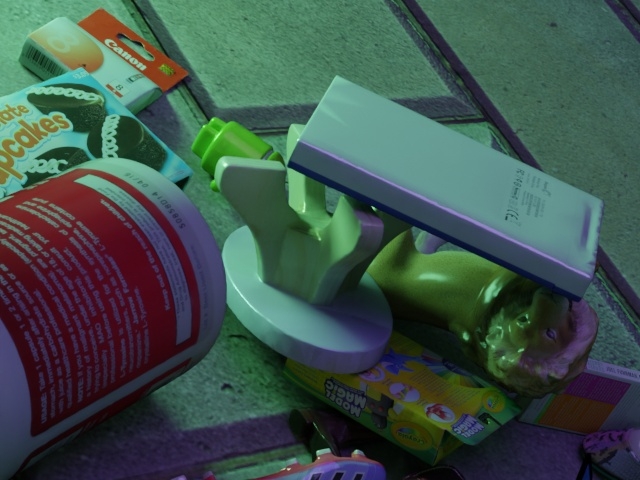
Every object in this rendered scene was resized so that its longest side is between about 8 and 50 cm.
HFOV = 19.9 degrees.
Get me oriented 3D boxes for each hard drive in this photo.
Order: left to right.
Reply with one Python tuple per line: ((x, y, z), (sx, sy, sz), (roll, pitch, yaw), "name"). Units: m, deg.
((0.136, -0.058, 1.880), (0.319, 0.040, 0.210), (25, 26, 1), "hard drive")

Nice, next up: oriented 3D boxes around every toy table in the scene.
((0.000, 0.000, 1.915), (0.252, 0.161, 0.274), (-1, 28, -32), "toy table")

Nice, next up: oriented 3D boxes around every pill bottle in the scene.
((-0.289, 0.088, 1.629), (0.229, 0.229, 0.408), (43, 39, 15), "pill bottle")

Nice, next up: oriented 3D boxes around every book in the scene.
((0.303, 0.175, 2.033), (0.144, 0.096, 0.035), (16, 40, -19), "book")

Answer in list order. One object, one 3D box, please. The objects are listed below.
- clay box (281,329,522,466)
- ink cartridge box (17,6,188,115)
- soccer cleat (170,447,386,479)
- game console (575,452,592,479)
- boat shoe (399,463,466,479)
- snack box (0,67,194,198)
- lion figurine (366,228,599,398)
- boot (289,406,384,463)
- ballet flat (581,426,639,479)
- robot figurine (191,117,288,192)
((0.086, 0.156, 1.894), (0.222, 0.053, 0.127), (30, 29, 23), "clay box")
((-0.247, -0.216, 2.147), (0.145, 0.045, 0.179), (37, 41, 7), "ink cartridge box")
((-0.042, 0.260, 1.728), (0.248, 0.083, 0.095), (-4, 65, -32), "soccer cleat")
((0.295, 0.303, 1.907), (0.107, 0.071, 0.122), (32, 38, 2), "game console")
((0.090, 0.272, 1.805), (0.073, 0.073, 0.207), (41, 38, 14), "boat shoe")
((-0.307, -0.066, 1.925), (0.187, 0.060, 0.322), (43, 39, 15), "snack box")
((0.151, 0.050, 2.013), (0.392, 0.142, 0.240), (10, 47, 38), "lion figurine")
((0.037, 0.206, 1.875), (0.114, 0.037, 0.106), (-1, 46, -40), "boot")
((0.401, 0.256, 2.022), (0.221, 0.079, 0.077), (30, 39, -1), "ballet flat")
((-0.090, -0.091, 2.091), (0.115, 0.067, 0.101), (34, 30, 4), "robot figurine")
